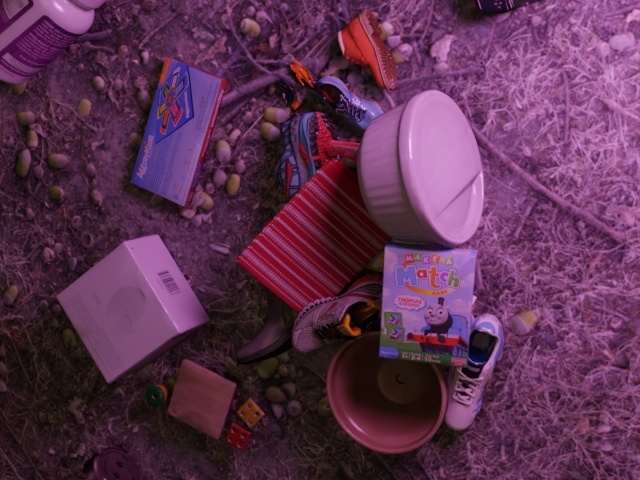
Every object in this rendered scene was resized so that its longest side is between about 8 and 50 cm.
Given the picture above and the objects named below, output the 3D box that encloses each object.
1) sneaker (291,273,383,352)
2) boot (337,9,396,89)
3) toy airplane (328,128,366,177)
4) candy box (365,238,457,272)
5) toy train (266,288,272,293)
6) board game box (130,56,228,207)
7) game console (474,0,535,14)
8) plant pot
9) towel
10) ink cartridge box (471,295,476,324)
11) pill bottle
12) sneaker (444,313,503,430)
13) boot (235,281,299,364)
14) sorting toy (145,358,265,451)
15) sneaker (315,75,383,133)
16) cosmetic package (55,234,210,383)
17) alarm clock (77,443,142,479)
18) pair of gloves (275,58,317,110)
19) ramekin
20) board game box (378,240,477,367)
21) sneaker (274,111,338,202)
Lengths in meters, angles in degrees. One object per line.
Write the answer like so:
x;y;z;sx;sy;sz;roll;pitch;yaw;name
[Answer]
0.033;0.148;1.754;0.225;0.092;0.088;-35;114;24;sneaker
0.088;-0.345;1.765;0.085;0.059;0.158;-27;78;27;boot
0.083;-0.143;1.788;0.151;0.028;0.151;0;114;0;toy airplane
0.157;0.018;1.795;0.206;0.027;0.105;16;103;21;candy box
-0.114;0.075;1.874;0.024;0.017;0.083;-38;56;-10;toy train
-0.298;-0.226;1.959;0.145;0.027;0.281;24;106;17;board game box
0.321;-0.479;1.630;0.085;0.124;0.144;-18;89;51;game console
0.139;0.279;1.794;0.237;0.110;0.237;3;97;23;plant pot
0.000;0.000;1.768;0.199;0.031;0.275;41;103;-16;towel
0.212;0.128;1.735;0.143;0.090;0.092;34;130;8;ink cartridge box
-0.588;-0.476;1.974;0.301;0.169;0.169;-31;84;24;pill bottle
0.276;0.250;1.745;0.085;0.086;0.237;20;106;18;sneaker
-0.092;0.140;1.904;0.246;0.083;0.161;-32;73;22;boot
-0.238;0.338;1.998;0.274;0.046;0.132;23;105;19;sorting toy
0.051;-0.251;1.779;0.162;0.073;0.063;36;109;11;sneaker
-0.399;0.144;1.991;0.225;0.138;0.224;-35;83;22;cosmetic package
-0.443;0.534;2.077;0.064;0.129;0.192;-41;109;20;alarm clock
-0.047;-0.307;1.850;0.074;0.010;0.083;49;115;9;pair of gloves
0.173;-0.118;1.650;0.127;0.273;0.273;-11;93;35;ramekin
0.188;0.113;1.651;0.160;0.039;0.211;6;108;12;board game box
-0.029;-0.119;1.836;0.125;0.104;0.262;6;98;42;sneaker
